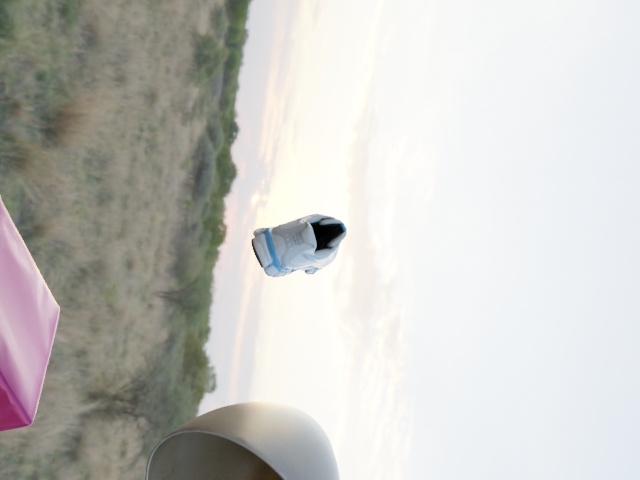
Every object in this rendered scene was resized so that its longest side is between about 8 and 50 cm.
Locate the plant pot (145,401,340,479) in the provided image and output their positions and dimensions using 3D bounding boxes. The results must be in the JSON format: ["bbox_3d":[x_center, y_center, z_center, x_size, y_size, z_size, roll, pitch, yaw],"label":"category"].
[{"bbox_3d":[-0.083,0.349,1.021,0.191,0.284,0.284,-35,143,-56],"label":"plant pot"}]

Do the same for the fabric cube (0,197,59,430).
[{"bbox_3d":[-0.581,0.123,1.058,0.254,0.258,0.258,-99,180,-48],"label":"fabric cube"}]

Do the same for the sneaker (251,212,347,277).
[{"bbox_3d":[0.000,0.000,0.807,0.190,0.082,0.071,-20,89,-68],"label":"sneaker"}]
